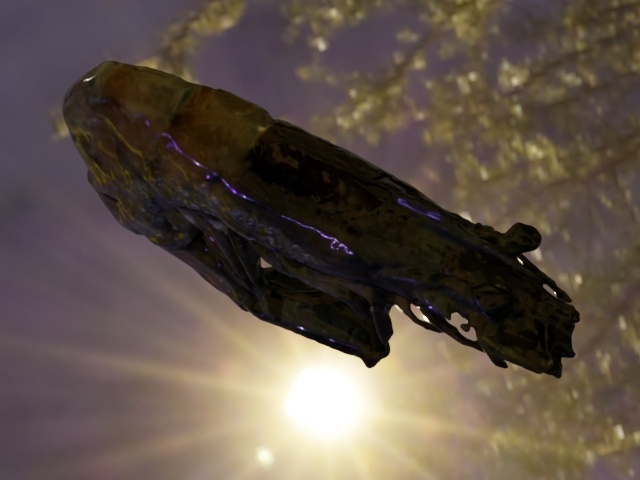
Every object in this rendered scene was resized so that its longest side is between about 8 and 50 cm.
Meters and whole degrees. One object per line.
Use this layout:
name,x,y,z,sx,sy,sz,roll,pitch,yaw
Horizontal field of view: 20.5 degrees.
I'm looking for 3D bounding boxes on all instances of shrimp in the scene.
shrimp,0.000,0.000,0.481,0.161,0.091,0.034,25,-117,23
